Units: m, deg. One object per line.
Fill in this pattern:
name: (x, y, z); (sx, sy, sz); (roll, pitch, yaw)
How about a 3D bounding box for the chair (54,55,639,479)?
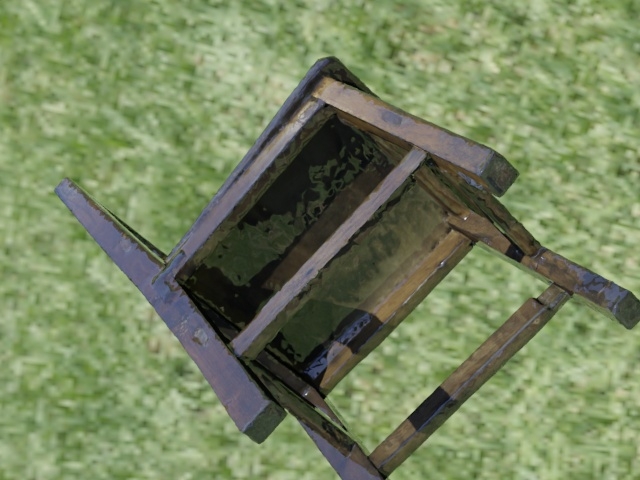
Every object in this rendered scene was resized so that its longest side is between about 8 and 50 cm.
chair: (0.000, 0.000, 1.240); (0.240, 0.203, 0.416); (-49, 35, 2)
